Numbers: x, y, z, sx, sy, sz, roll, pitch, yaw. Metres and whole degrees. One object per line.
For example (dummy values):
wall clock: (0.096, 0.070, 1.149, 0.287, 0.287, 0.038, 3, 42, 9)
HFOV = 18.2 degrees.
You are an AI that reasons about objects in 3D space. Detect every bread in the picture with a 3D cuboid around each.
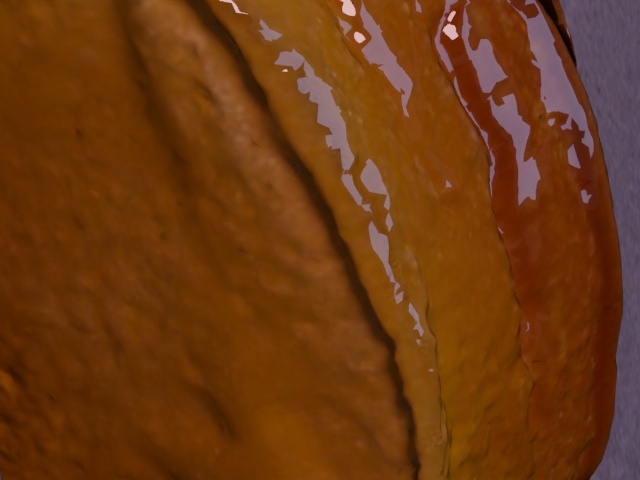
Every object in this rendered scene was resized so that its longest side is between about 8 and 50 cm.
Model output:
bread: (-0.026, -0.009, 0.534, 0.142, 0.195, 0.270, -42, 120, -47)

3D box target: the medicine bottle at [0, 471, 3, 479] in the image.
medicine bottle: (-0.099, 0.108, 0.502, 0.074, 0.074, 0.218, -45, 126, -57)
